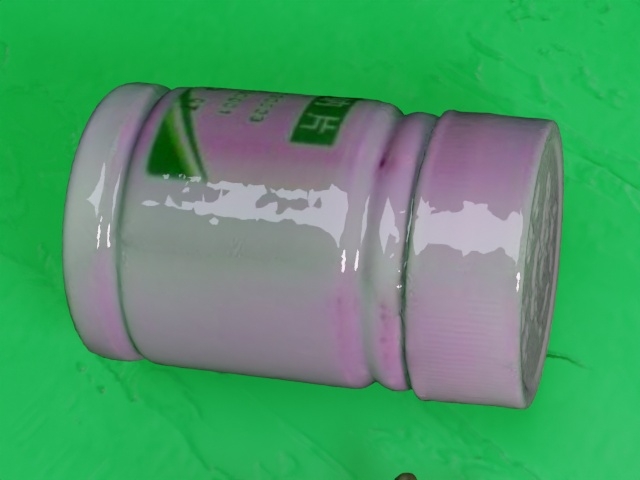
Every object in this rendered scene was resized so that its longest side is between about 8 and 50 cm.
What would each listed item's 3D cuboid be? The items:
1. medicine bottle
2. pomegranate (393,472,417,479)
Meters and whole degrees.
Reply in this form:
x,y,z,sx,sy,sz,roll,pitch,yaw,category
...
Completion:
x,y,z,sx,sy,sz,roll,pitch,yaw,category
0.000,0.000,1.260,0.325,0.212,0.212,6,66,16,medicine bottle
0.037,0.302,1.125,0.242,0.242,0.306,-7,22,9,pomegranate
